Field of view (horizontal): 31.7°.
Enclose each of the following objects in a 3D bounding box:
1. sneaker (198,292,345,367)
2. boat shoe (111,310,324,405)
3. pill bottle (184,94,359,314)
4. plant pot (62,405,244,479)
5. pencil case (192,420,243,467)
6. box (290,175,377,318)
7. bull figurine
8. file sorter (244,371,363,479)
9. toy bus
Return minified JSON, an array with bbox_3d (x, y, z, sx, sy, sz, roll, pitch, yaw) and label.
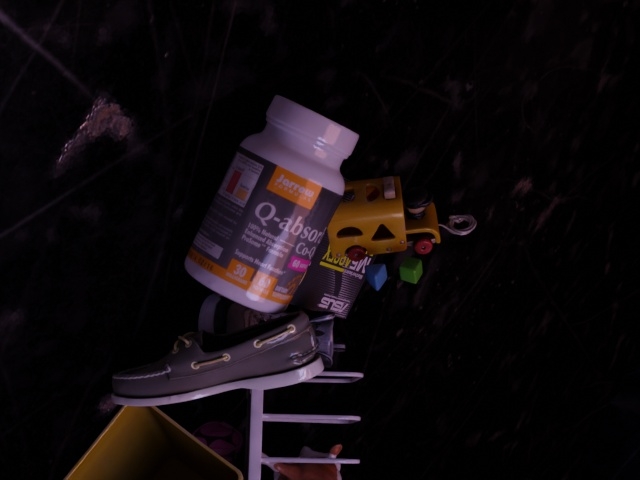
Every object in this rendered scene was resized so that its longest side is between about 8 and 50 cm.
[{"bbox_3d":[-0.064,0.136,1.703,0.268,0.153,0.101,29,61,-59],"label":"sneaker"},{"bbox_3d":[-0.151,0.166,1.570,0.109,0.305,0.091,-57,136,-77],"label":"boat shoe"},{"bbox_3d":[-0.064,-0.051,1.575,0.162,0.162,0.278,19,99,-56],"label":"pill bottle"},{"bbox_3d":[-0.236,0.388,1.649,0.212,0.212,0.187,-52,159,-14],"label":"plant pot"},{"bbox_3d":[-0.167,0.392,1.827,0.098,0.095,0.209,-34,137,-50],"label":"pencil case"},{"bbox_3d":[0.000,0.000,1.787,0.270,0.060,0.216,22,95,-56],"label":"box"},{"bbox_3d":[-0.041,0.454,1.935,0.188,0.310,0.101,17,125,-18],"label":"bull figurine"},{"bbox_3d":[-0.030,0.338,1.727,0.193,0.173,0.277,115,-22,-78],"label":"file sorter"},{"bbox_3d":[0.099,-0.043,1.660,0.202,0.191,0.104,-40,141,-29],"label":"toy bus"}]
